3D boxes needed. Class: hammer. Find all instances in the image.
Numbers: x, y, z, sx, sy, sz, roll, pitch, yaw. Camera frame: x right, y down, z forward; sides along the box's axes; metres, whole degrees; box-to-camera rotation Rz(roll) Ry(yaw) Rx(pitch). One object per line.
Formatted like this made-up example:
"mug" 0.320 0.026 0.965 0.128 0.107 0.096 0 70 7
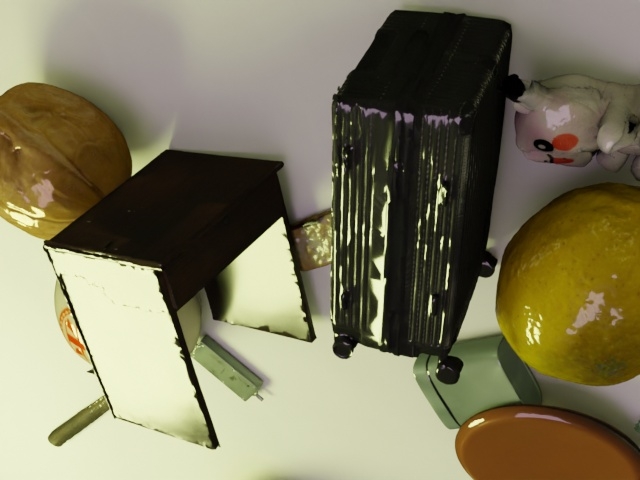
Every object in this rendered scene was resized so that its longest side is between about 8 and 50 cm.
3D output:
"hammer" -0.398 0.301 1.864 0.125 0.027 0.297 45 134 -8

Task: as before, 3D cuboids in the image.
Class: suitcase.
"suitcase" 0.111 -0.053 1.146 0.152 0.229 0.335 11 128 14

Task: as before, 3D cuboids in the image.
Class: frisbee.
"frisbee" 0.298 0.292 1.404 0.250 0.021 0.251 12 141 10

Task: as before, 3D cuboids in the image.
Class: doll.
"doll" 0.276 -0.118 1.080 0.192 0.149 0.095 10 87 15

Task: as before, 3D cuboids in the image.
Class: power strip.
"power strip" -0.139 0.198 1.633 0.136 0.019 0.051 39 133 -1

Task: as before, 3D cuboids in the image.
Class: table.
"table" -0.162 0.069 1.374 0.196 0.250 0.282 8 125 32

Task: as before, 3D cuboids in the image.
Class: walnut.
"walnut" -0.358 -0.102 1.416 0.225 0.193 0.193 25 133 13

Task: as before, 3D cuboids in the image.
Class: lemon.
"lemon" 0.291 0.048 1.134 0.204 0.204 0.260 37 134 1

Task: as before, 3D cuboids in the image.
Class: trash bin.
"trash bin" 0.203 0.185 1.392 0.130 0.059 0.116 -16 116 37

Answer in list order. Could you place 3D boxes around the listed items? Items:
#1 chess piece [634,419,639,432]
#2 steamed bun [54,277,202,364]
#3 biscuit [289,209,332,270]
"chess piece" 0.420 0.258 1.334 0.042 0.042 0.093 -21 106 40
"steamed bun" -0.293 0.110 1.570 0.232 0.145 0.232 16 130 20
"biscuit" 0.000 0.000 1.399 0.147 0.018 0.071 -20 113 38
